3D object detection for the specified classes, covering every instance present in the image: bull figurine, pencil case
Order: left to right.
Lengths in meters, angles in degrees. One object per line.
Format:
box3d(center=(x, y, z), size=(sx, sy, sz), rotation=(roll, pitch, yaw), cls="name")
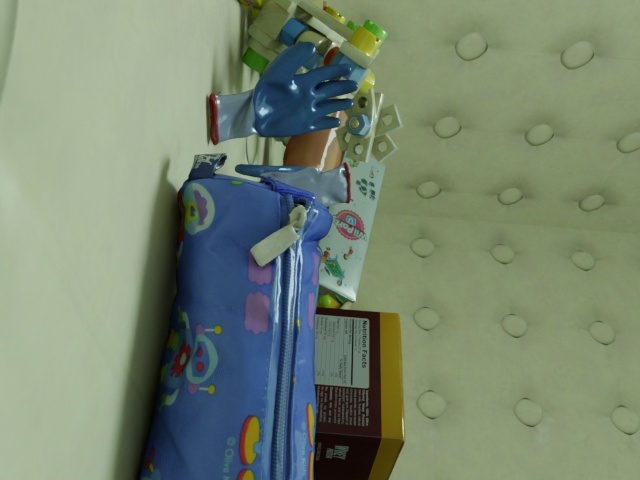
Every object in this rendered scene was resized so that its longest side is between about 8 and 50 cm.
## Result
box3d(center=(-0.055, 0.100, 0.389), size=(0.133, 0.119, 0.306), rotation=(-22, -121, 57), cls="pencil case")
box3d(center=(-0.031, -0.120, 1.016), size=(0.311, 0.101, 0.188), rotation=(-67, -162, -8), cls="bull figurine")

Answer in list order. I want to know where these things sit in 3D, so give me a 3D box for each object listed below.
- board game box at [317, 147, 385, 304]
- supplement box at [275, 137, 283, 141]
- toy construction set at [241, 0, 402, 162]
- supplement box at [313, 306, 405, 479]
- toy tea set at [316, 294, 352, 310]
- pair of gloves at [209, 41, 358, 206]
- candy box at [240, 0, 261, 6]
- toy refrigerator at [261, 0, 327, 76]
box3d(center=(0.000, 0.000, 1.078), size=(0.224, 0.097, 0.303), rotation=(-38, -150, 52), cls="board game box")
box3d(center=(-0.072, -0.254, 1.159), size=(0.062, 0.036, 0.099), rotation=(104, -9, -87), cls="supplement box")
box3d(center=(0.021, -0.222, 0.736), size=(0.151, 0.215, 0.327), rotation=(-51, 161, 5), cls="toy construction set")
box3d(center=(-0.025, 0.172, 0.582), size=(0.191, 0.194, 0.129), rotation=(95, 0, -48), cls="supplement box")
box3d(center=(-0.053, 0.169, 0.918), size=(0.200, 0.124, 0.336), rotation=(-47, 161, -39), cls="toy tea set")
box3d(center=(-0.034, -0.092, 0.565), size=(0.023, 0.159, 0.198), rotation=(43, -38, 47), cls="pair of gloves")
box3d(center=(-0.068, -0.348, 0.561), size=(0.105, 0.027, 0.206), rotation=(-100, -166, -75), cls="candy box")
box3d(center=(-0.037, -0.335, 0.919), size=(0.102, 0.094, 0.270), rotation=(99, -3, -82), cls="toy refrigerator")
